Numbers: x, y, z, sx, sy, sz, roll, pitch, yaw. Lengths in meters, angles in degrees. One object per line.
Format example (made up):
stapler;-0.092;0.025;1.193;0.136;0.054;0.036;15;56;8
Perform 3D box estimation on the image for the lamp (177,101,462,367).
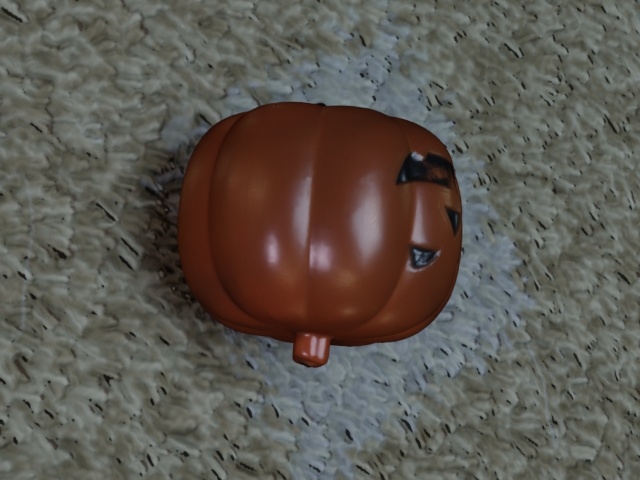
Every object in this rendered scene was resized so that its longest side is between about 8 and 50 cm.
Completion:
lamp;0.000;0.000;1.254;0.187;0.187;0.164;12;77;-37
